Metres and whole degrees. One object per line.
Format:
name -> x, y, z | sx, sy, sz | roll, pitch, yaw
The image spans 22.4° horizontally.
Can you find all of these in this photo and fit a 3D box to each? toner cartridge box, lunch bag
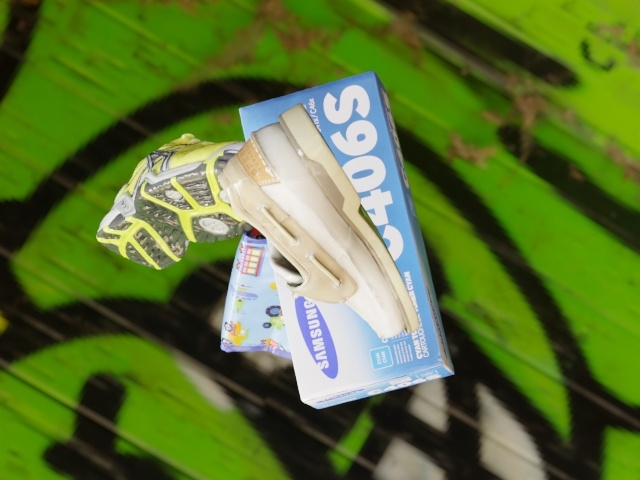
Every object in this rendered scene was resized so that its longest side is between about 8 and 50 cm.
toner cartridge box -> 0.028, -0.002, 1.811 | 0.075, 0.165, 0.348 | 40, -145, -72
lunch bag -> -0.042, -0.016, 2.213 | 0.293, 0.138, 0.221 | -84, 6, -46

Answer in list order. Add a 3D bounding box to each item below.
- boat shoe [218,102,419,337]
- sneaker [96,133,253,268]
boat shoe -> 0.000, 0.000, 1.514 | 0.103, 0.302, 0.113 | -31, 43, 1
sneaker -> -0.170, -0.079, 2.073 | 0.385, 0.145, 0.147 | -18, 48, 55
